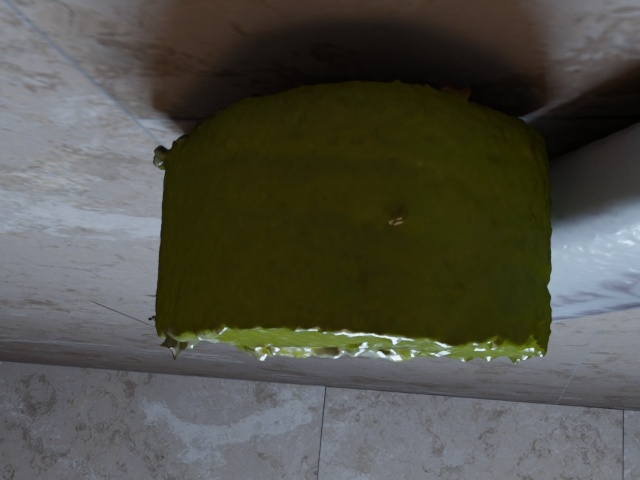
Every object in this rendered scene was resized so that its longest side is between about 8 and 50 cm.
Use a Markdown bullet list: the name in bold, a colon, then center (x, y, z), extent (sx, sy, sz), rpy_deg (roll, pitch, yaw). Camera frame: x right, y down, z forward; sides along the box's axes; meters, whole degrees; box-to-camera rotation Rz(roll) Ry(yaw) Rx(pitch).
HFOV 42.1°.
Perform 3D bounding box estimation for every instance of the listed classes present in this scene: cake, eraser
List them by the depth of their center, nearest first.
- **cake**: center (0.000, 0.000, 0.486), extent (0.179, 0.156, 0.260), rpy_deg (12, 166, -31)
- **eraser**: center (0.194, -0.008, 0.514), extent (0.174, 0.095, 0.270), rpy_deg (9, 166, -22)

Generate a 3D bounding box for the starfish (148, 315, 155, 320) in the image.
- **starfish**: center (-0.123, 0.113, 1.200), extent (0.227, 0.043, 0.240), rpy_deg (2, 169, 24)
